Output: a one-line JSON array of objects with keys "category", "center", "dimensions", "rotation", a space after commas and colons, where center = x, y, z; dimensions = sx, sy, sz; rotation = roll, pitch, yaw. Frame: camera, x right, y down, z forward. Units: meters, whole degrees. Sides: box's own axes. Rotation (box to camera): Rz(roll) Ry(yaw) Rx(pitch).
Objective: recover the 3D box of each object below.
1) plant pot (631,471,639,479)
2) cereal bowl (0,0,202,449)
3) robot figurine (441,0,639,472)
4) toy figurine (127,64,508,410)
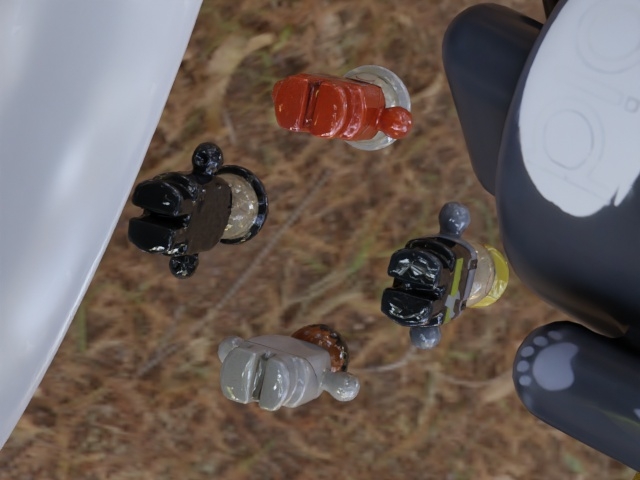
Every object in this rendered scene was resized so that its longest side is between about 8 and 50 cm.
[{"category": "plant pot", "center": [0.351, 0.304, 1.335], "dimensions": [0.187, 0.212, 0.212], "rotation": [46, 72, -33]}, {"category": "cereal bowl", "center": [-0.123, -0.089, 0.467], "dimensions": [0.141, 0.339, 0.339], "rotation": [21, 75, 0]}, {"category": "robot figurine", "center": [0.176, -0.018, 0.540], "dimensions": [0.173, 0.278, 0.209], "rotation": [4, 111, -52]}, {"category": "toy figurine", "center": [0.000, 0.000, 1.053], "dimensions": [0.210, 0.213, 0.148], "rotation": [58, 20, 8]}]
